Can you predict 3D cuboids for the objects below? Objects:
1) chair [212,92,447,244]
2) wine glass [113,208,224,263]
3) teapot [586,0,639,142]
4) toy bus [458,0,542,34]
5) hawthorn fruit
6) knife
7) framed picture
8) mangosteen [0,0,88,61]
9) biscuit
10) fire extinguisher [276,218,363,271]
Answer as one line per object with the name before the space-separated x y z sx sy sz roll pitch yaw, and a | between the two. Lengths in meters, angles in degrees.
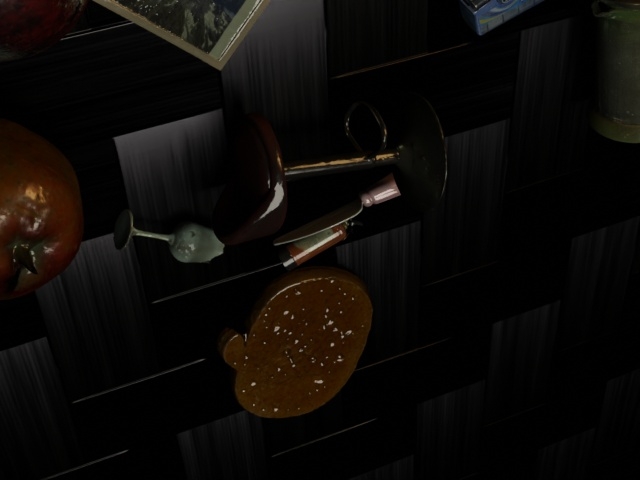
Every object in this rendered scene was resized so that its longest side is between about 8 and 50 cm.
chair | 0.000 -0.129 1.799 0.401 0.226 0.226 -11 131 -21
wine glass | -0.275 -0.004 1.853 0.196 0.079 0.079 11 120 -33
teapot | 0.643 -0.389 1.959 0.271 0.200 0.337 -22 132 -10
toy bus | 0.362 -0.466 1.827 0.237 0.079 0.094 -29 151 -4
hawthorn fruit | -0.496 -0.035 1.552 0.268 0.301 0.267 -17 128 -23
knife | 0.062 -0.059 1.990 0.336 0.081 0.043 -29 113 -4
framed picture | -0.209 -0.409 1.595 0.281 0.019 0.209 22 113 -39
mangosteen | -0.447 -0.376 1.318 0.311 0.311 0.311 -15 132 -17
biscuit | -0.062 0.217 2.160 0.351 0.070 0.394 8 121 -31
fire extinguisher | 0.000 0.000 2.020 0.177 0.062 0.050 -30 122 -1
